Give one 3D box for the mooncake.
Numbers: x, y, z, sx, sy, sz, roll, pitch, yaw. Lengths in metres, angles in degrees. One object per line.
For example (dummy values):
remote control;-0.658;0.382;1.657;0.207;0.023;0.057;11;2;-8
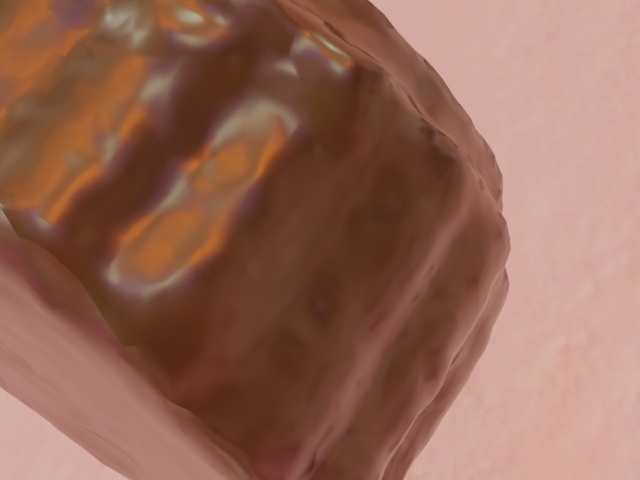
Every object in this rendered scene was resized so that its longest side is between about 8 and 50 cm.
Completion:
mooncake;-0.074;-0.011;0.592;0.324;0.324;0.187;39;71;-13
